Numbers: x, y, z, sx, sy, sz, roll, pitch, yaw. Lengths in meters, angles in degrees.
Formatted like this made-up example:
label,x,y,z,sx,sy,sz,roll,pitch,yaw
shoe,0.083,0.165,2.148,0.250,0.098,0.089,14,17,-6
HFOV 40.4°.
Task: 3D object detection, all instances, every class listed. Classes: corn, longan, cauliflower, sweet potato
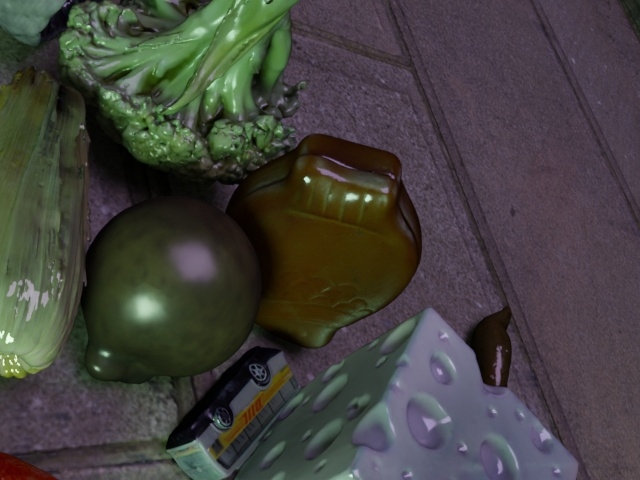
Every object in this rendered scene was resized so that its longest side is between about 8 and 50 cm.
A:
label,x,y,z,sx,sy,sz,roll,pitch,yaw
corn,-0.278,-0.022,0.806,0.122,0.123,0.305,19,49,-34
longan,-0.153,0.057,0.858,0.204,0.159,0.185,-48,116,-15
cauliflower,-0.133,-0.214,0.994,0.260,0.281,0.327,39,20,29
sweet potato,0.245,0.181,1.251,0.069,0.059,0.249,73,21,-43

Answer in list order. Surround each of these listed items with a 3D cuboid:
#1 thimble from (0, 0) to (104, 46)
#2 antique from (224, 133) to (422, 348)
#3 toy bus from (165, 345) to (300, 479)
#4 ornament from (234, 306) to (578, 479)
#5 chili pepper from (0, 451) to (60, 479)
label,x,y,z,sx,sy,sz,roll,pitch,yaw
thimble,-0.297,-0.337,0.963,0.157,0.217,0.245,48,22,-14
antique,0.000,0.000,0.970,0.223,0.278,0.129,12,44,-1
toy bus,-0.087,0.180,0.907,0.072,0.057,0.172,57,37,-10
ornament,0.072,0.261,0.861,0.239,0.240,0.240,46,39,-8
chili pepper,-0.255,0.212,0.696,0.123,0.073,0.070,31,85,-23
